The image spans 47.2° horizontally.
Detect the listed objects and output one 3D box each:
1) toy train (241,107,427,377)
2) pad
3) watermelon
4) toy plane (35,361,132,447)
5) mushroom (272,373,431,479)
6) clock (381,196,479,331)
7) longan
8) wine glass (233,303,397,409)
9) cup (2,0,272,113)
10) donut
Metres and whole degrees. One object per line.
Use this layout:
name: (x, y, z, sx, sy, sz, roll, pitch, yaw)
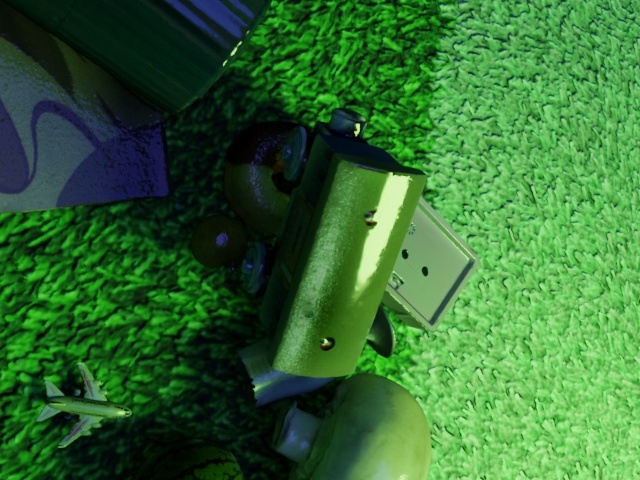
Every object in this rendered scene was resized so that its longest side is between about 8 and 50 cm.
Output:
toy train: (0.000, 0.000, 0.882, 0.131, 0.202, 0.300, 9, 113, -22)
pad: (-0.306, -0.207, 0.908, 0.219, 0.004, 0.331, -9, 94, -27)
watermelon: (-0.179, 0.328, 0.896, 0.187, 0.140, 0.141, -33, 104, -17)
toy plane: (-0.287, 0.202, 0.896, 0.111, 0.040, 0.103, 15, 85, -27)
mushroom: (0.031, 0.282, 0.960, 0.202, 0.246, 0.246, 30, 75, -2)
clock: (0.128, 0.024, 1.098, 0.197, 0.063, 0.150, 43, 72, -20)
longan: (-0.131, 0.007, 0.960, 0.075, 0.075, 0.083, -23, 91, -26)
wine glass: (-0.010, 0.150, 1.007, 0.222, 0.103, 0.103, -18, 98, -25)
cup: (-0.221, -0.327, 0.847, 0.292, 0.308, 0.242, 35, 106, -23)
donut: (-0.039, -0.085, 1.010, 0.184, 0.073, 0.166, 19, 84, -25)
